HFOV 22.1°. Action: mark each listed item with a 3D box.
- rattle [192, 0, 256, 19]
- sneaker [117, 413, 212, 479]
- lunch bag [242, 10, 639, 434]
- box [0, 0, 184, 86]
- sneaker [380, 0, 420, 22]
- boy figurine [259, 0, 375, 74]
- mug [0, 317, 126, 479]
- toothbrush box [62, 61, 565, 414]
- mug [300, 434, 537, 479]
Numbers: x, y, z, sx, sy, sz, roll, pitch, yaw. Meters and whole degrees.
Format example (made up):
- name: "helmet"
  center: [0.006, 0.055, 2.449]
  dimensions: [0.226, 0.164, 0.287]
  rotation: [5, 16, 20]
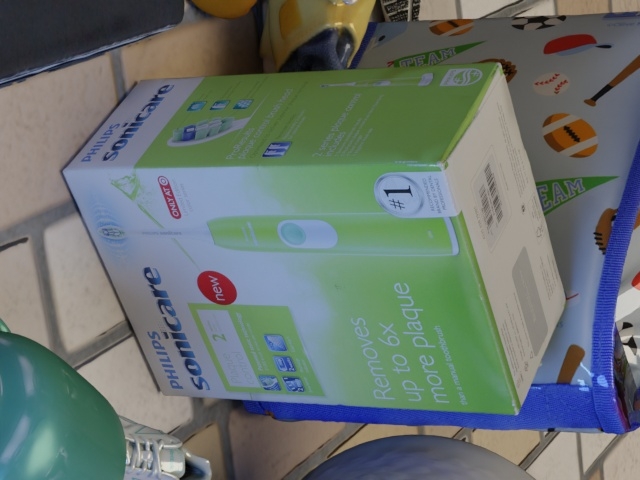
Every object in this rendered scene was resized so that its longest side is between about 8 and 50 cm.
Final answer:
- name: "rattle"
  center: [-0.083, -0.280, 1.189]
  dimensions: [0.199, 0.130, 0.143]
  rotation: [66, 15, 10]
- name: "sneaker"
  center: [-0.128, 0.144, 1.120]
  dimensions: [0.152, 0.061, 0.053]
  rotation: [27, 69, -57]
- name: "lunch bag"
  center: [0.139, 0.006, 1.336]
  dimensions: [0.385, 0.328, 0.239]
  rotation: [-62, 140, -42]
- name: "box"
  center: [-0.314, -0.252, 0.518]
  dimensions: [0.480, 0.297, 0.471]
  rotation: [-31, 119, -57]
- name: "sneaker"
  center: [0.074, -0.199, 1.517]
  dimensions: [0.040, 0.044, 0.109]
  rotation: [-14, 92, -19]
- name: "boy figurine"
  center: [-0.007, -0.180, 1.255]
  dimensions: [0.092, 0.177, 0.285]
  rotation: [7, 73, -21]
- name: "mug"
  center: [-0.199, 0.111, 0.939]
  dimensions: [0.129, 0.158, 0.097]
  rotation: [-53, 142, -11]
- name: "toothbrush box"
  center: [0.000, 0.000, 1.118]
  dimensions: [0.122, 0.283, 0.206]
  rotation: [-56, 138, -44]
- name: "mug"
  center: [0.019, 0.346, 1.155]
  dimensions: [0.276, 0.374, 0.328]
  rotation: [43, 15, 1]
